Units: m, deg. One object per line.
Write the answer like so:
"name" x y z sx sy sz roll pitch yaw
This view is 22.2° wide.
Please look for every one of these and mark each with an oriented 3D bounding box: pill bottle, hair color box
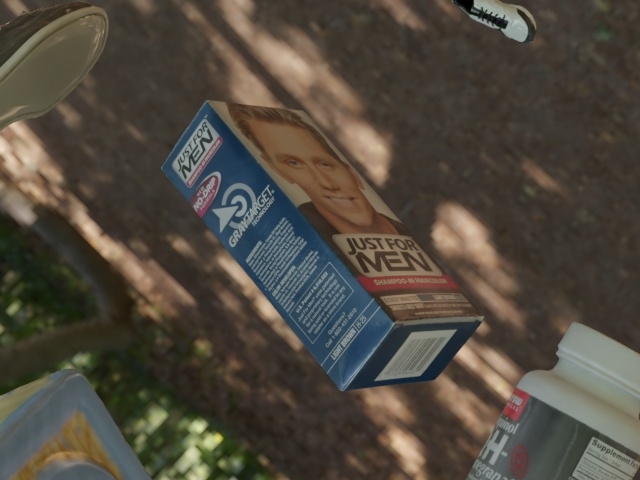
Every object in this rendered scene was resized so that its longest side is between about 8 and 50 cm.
"pill bottle" 0.289 0.268 1.987 0.176 0.318 0.176 29 178 1
"hair color box" 0.000 0.000 1.768 0.174 0.105 0.347 1 -138 -53

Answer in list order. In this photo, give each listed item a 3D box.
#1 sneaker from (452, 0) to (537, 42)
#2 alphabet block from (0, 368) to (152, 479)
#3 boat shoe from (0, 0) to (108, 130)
"sneaker" 0.190 -0.248 1.802 0.109 0.044 0.040 37 130 27
"alphabet block" -0.215 0.225 1.024 0.197 0.192 0.193 -24 102 28
"boat shoe" -0.338 -0.149 1.587 0.095 0.335 0.112 28 139 17
